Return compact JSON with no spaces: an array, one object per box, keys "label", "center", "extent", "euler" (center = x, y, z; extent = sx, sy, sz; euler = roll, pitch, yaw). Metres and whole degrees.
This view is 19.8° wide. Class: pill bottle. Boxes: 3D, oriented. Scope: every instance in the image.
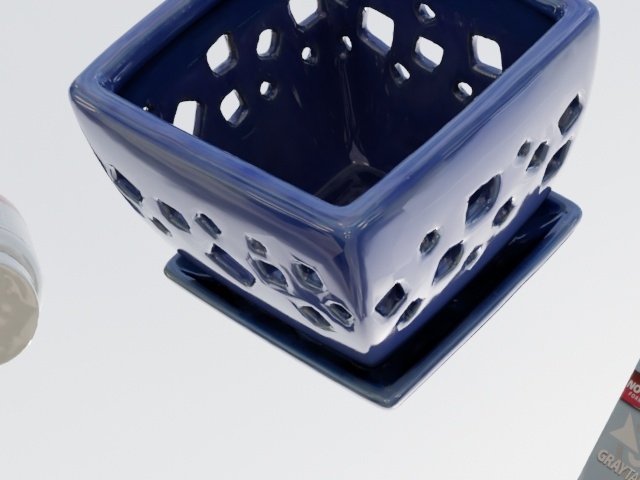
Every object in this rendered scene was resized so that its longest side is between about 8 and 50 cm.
[{"label":"pill bottle","center":[-0.313,0.033,1.653],"extent":[0.121,0.221,0.121],"euler":[-4,-72,-13]}]

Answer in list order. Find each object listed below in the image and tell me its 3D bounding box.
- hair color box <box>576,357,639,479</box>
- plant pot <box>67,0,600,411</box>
[{"label":"hair color box","center":[0.328,0.270,1.705],"extent":[0.113,0.185,0.374],"euler":[34,-78,50]},{"label":"plant pot","center":[0.020,-0.046,1.143],"extent":[0.236,0.236,0.212],"euler":[29,-31,32]}]
